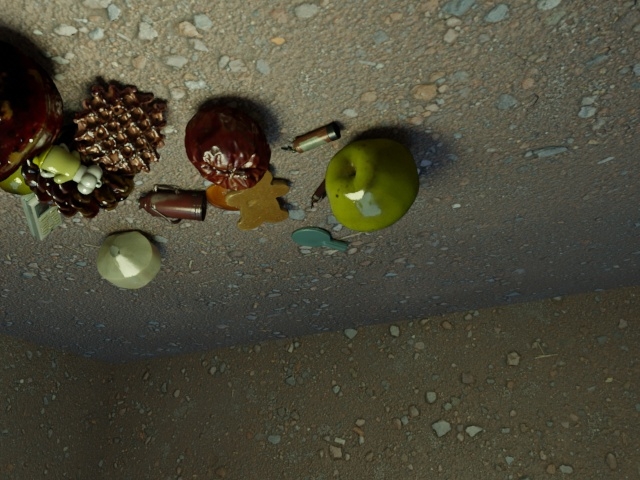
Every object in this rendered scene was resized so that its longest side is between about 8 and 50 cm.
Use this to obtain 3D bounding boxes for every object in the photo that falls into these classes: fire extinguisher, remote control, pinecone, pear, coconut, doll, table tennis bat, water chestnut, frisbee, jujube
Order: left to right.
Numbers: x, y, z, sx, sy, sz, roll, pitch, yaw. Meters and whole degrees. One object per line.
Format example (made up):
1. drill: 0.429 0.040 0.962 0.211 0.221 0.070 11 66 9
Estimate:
1. water chestnut: -0.762 -0.293 1.220 0.334 0.336 0.347 -1 171 -2
2. pear: -0.934 -0.191 1.699 0.140 0.104 0.141 -1 151 0
3. remote control: -0.940 -0.099 1.878 0.055 0.103 0.277 38 149 0
4. doll: -0.623 -0.178 1.378 0.162 0.106 0.062 29 147 -18
5. pinecone: -0.657 -0.191 1.547 0.295 0.242 0.298 -14 161 35
6. coconut: -0.739 0.070 2.139 0.241 0.241 0.241 -1 155 -1
7. jujube: -0.248 -0.255 1.505 0.212 0.213 0.232 -9 158 16
8. frisbee: -0.305 -0.142 1.917 0.191 0.035 0.192 -1 154 -1
9. fire extinguisher: -0.028 -0.290 1.604 0.177 0.050 0.062 -17 170 28
10. table tennis bat: 0.000 0.000 2.236 0.244 0.040 0.153 15 151 -24
11. fire extinguisher: 0.006 -0.167 1.894 0.049 0.035 0.173 -32 171 -32
12. pear: 0.153 -0.163 1.636 0.294 0.295 0.294 -1 155 -1

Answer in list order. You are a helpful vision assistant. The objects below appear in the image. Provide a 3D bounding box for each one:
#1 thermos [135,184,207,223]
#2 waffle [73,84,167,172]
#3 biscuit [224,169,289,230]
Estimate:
1. thermos: -0.507 -0.125 1.870 0.231 0.099 0.124 6 116 -1
2. waffle: -0.511 -0.287 1.426 0.234 0.221 0.055 8 -168 -36
3. biscuit: -0.209 -0.154 1.852 0.215 0.047 0.340 -16 149 -1
